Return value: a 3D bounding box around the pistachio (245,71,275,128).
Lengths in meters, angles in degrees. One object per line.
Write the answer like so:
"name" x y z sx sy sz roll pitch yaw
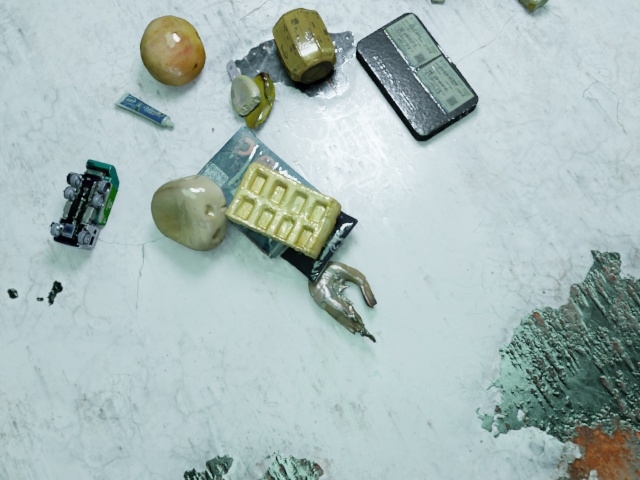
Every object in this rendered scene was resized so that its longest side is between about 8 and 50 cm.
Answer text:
"pistachio" -0.168 -0.402 1.592 0.090 0.049 0.172 5 84 37

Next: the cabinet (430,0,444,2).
"cabinet" 0.271 -0.889 1.532 0.228 0.290 0.317 9 81 5

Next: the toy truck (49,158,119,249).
"toy truck" -0.649 -0.099 1.536 0.114 0.124 0.253 15 83 7

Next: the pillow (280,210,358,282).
"pillow" 0.000 0.000 1.491 0.141 0.055 0.208 36 84 35

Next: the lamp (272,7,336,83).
"lamp" -0.046 -0.554 1.562 0.161 0.161 0.185 -26 80 -1

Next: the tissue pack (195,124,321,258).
"tissue pack" -0.175 -0.135 1.518 0.316 0.103 0.228 42 87 11

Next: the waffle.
"waffle" -0.097 -0.080 1.417 0.274 0.057 0.167 26 83 7

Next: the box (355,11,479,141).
"box" 0.273 -0.471 1.571 0.211 0.058 0.350 -32 79 -4

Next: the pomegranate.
"pomegranate" -0.425 -0.540 1.572 0.192 0.191 0.191 -1 79 4

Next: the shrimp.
"shrimp" 0.080 0.155 1.470 0.254 0.059 0.145 38 74 15

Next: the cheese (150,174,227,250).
"cheese" -0.346 -0.069 1.468 0.217 0.235 0.117 54 44 -3

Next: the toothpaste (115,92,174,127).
"toothpaste" -0.514 -0.380 1.624 0.197 0.034 0.057 28 67 10

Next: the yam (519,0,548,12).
"yam" 0.532 -0.823 1.606 0.083 0.083 0.371 -29 78 -2

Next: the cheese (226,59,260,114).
"cheese" -0.236 -0.456 1.598 0.097 0.037 0.192 -40 59 24
